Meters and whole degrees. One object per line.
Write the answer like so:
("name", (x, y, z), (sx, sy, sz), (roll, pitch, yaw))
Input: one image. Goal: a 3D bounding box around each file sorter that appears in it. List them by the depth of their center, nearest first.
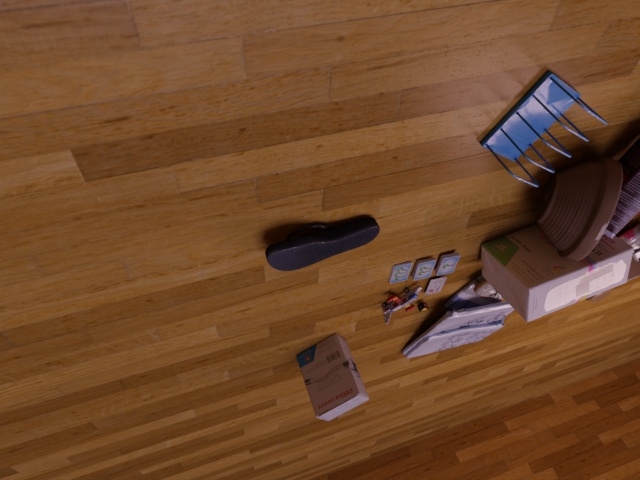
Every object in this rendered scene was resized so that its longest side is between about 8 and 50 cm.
("file sorter", (0.416, -0.198, 0.900), (0.118, 0.104, 0.170), (11, 132, -38))

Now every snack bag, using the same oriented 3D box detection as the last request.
("snack bag", (0.469, 0.288, 1.569), (0.323, 0.037, 0.342), (-5, 149, -22))

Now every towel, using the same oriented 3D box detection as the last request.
("towel", (0.527, 0.135, 1.450), (0.209, 0.034, 0.285), (19, 127, -42))

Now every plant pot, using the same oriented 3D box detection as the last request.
("plant pot", (0.561, -0.082, 1.086), (0.110, 0.237, 0.237), (20, 141, 10))

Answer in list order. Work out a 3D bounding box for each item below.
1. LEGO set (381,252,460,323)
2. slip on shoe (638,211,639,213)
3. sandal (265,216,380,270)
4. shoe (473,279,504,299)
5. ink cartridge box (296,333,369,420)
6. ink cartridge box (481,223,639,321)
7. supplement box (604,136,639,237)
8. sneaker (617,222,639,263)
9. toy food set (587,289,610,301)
("LEGO set", (0.263, 0.137, 1.286), (0.182, 0.060, 0.244), (-10, 143, -12))
("slip on shoe", (0.885, -0.113, 1.287), (0.331, 0.123, 0.101), (9, 165, -44))
("sandal", (0.000, 0.000, 0.975), (0.254, 0.054, 0.097), (-15, 152, -29))
("shoe", (0.541, 0.130, 1.373), (0.219, 0.058, 0.076), (-8, 142, -15))
("ink cartridge box", (0.032, 0.381, 1.349), (0.139, 0.190, 0.082), (-31, 144, 11))
("ink cartridge box", (0.618, 0.043, 1.222), (0.353, 0.207, 0.119), (-20, 126, -7))
("supplement box", (0.709, -0.135, 1.099), (0.073, 0.130, 0.239), (32, 122, 2))
("sneaker", (1.005, 0.030, 1.518), (0.103, 0.111, 0.252), (-41, 141, 22))
("toy food set", (1.081, 0.211, 1.871), (0.082, 0.020, 0.083), (-8, 141, -22))
